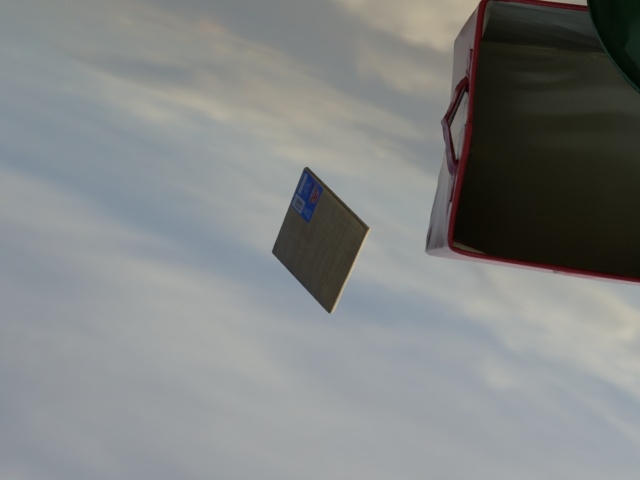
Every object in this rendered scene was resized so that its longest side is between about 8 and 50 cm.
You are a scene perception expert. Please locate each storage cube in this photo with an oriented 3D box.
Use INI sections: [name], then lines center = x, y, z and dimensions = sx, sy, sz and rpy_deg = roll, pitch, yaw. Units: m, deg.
[storage cube]
center = 0.189, -0.064, 1.068
dimensions = 0.214, 0.184, 0.193
rpy_deg = 8, 178, -1

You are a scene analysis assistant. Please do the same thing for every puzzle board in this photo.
[puzzle board]
center = 0.000, 0.000, 1.452
dimensions = 0.011, 0.128, 0.096
rpy_deg = -24, -120, -38

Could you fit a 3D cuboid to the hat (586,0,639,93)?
[hat]
center = 0.287, -0.193, 0.882
dimensions = 0.173, 0.208, 0.183
rpy_deg = 36, 145, 3
